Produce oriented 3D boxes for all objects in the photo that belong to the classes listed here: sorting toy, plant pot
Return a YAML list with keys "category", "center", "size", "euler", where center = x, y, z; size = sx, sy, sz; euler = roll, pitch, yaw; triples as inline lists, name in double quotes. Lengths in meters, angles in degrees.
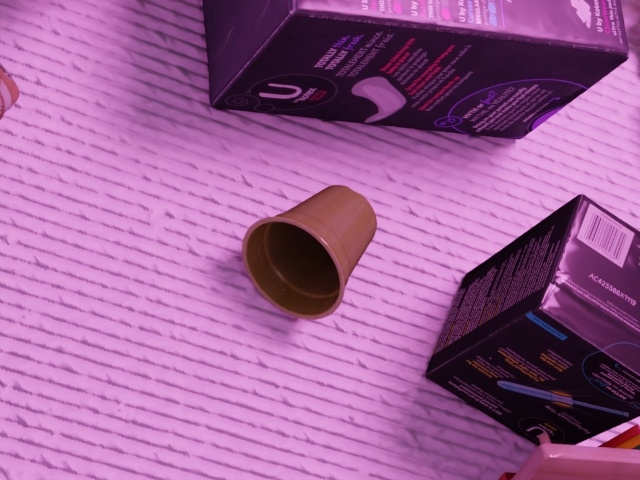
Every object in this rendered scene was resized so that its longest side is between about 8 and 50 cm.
- category: "sorting toy"
  center: [0.184, 0.175, 1.182]
  size: [0.274, 0.132, 0.046]
  euler: [7, 46, -24]
- category: "plant pot"
  center: [0.000, 0.000, 1.199]
  size: [0.083, 0.083, 0.079]
  euler: [46, 46, -2]

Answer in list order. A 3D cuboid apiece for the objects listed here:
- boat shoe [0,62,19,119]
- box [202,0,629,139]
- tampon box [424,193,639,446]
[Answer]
- category: "boat shoe"
  center: [-0.278, -0.154, 1.140]
  size: [0.190, 0.068, 0.072]
  euler: [53, 45, -9]
- category: "box"
  center: [0.065, -0.178, 1.245]
  size: [0.270, 0.165, 0.143]
  euler: [4, 69, -25]
- category: "tampon box"
  center: [0.174, 0.064, 1.199]
  size: [0.120, 0.161, 0.101]
  euler: [33, 59, -11]
